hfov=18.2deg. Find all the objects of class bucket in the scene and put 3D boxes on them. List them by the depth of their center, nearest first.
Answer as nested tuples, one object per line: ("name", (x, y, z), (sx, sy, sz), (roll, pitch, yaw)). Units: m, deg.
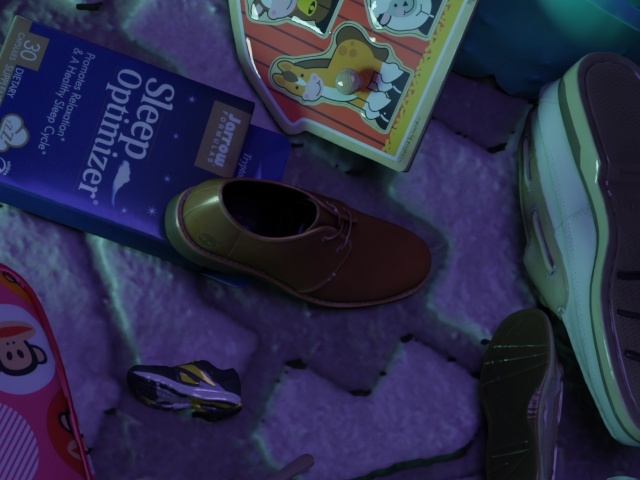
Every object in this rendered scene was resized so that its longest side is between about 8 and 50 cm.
("bucket", (0.193, -0.262, 1.547), (0.281, 0.183, 0.281), (6, 65, -14))

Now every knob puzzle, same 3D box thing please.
("knob puzzle", (0.010, -0.167, 1.472), (0.213, 0.213, 0.030), (57, 20, 12))

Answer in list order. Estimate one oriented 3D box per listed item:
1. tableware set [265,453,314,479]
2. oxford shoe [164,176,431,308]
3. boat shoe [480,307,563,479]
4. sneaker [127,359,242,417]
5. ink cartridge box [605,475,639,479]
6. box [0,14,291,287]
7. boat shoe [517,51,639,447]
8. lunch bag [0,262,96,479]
("tableware set", (-0.037, 0.226, 1.328), (0.194, 0.039, 0.128), (-28, 42, -30))
("oxford shoe", (0.000, 0.000, 1.419), (0.212, 0.076, 0.076), (11, 67, -31))
("boat shoe", (0.150, 0.124, 1.443), (0.056, 0.048, 0.153), (-13, 58, 26))
("sneaker", (-0.094, 0.099, 1.389), (0.083, 0.031, 0.035), (17, 49, -14))
("ink cartridge box", (0.271, 0.393, 1.345), (0.308, 0.091, 0.385), (24, 83, -6))
("box", (-0.136, -0.064, 1.443), (0.225, 0.036, 0.136), (20, 63, -9))
("boat shoe", (0.214, 0.017, 1.475), (0.113, 0.103, 0.302), (9, 63, -27))
("lunch bag", (-0.298, 0.114, 1.237), (0.293, 0.120, 0.258), (-5, 66, -34))
